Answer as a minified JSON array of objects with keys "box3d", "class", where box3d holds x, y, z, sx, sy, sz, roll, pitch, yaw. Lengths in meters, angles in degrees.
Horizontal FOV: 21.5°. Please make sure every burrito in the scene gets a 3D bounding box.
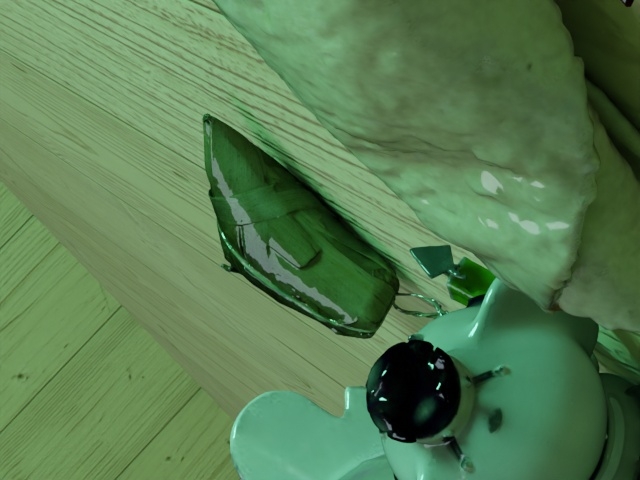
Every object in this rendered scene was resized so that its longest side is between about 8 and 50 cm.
[{"box3d":[0.000,-0.097,0.463,0.117,0.076,0.392,20,157,51],"class":"burrito"}]

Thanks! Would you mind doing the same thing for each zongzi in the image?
[{"box3d":[0.000,0.000,0.944,0.154,0.062,0.130,31,154,27],"class":"zongzi"}]

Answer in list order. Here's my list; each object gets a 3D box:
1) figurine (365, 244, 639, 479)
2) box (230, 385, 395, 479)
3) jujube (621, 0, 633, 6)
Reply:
[{"box3d":[0.088,0.083,0.737,0.126,0.147,0.192,6,165,43],"class":"figurine"},{"box3d":[0.086,0.187,0.960,0.291,0.262,0.206,53,157,-2],"class":"box"},{"box3d":[0.096,-0.046,0.222,0.166,0.104,0.104,44,170,-15],"class":"jujube"}]
